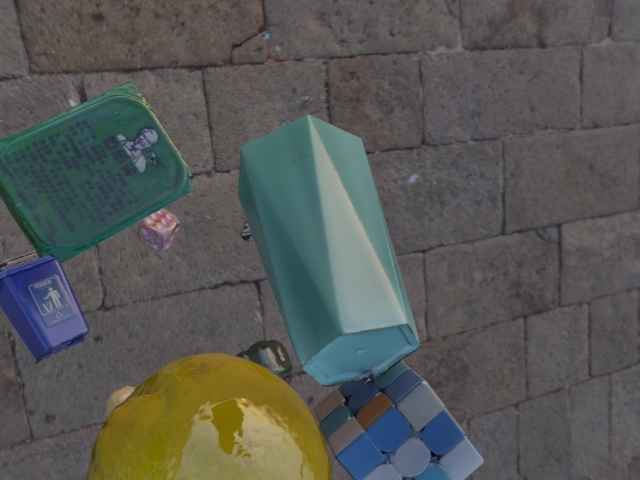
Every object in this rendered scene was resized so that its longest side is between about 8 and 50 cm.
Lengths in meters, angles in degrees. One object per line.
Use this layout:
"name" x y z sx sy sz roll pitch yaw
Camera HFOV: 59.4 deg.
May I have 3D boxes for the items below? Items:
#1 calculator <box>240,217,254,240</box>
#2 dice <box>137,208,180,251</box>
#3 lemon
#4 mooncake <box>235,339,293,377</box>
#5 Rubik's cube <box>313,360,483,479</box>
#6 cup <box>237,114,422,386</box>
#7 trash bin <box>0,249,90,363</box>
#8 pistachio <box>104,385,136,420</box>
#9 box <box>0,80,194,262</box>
"calculator" -0.044 -0.046 1.303 0.274 0.166 0.028 -2 115 0
"dice" -0.467 -0.031 1.626 0.094 0.091 0.093 27 44 3
"lemon" -0.147 0.326 0.777 0.347 0.348 0.348 -4 100 -21
"mooncake" -0.160 0.328 1.453 0.168 0.175 0.104 -18 71 -40
"Rubik's cube" 0.231 0.608 1.766 0.346 0.344 0.347 -40 104 -6
"cup" 0.003 0.013 0.546 0.134 0.236 0.148 -7 145 -13
"trash bin" -0.665 0.156 1.329 0.162 0.184 0.235 -28 85 -45
"pistachio" -0.582 0.542 1.692 0.117 0.145 0.201 3 77 -55
"box" -0.459 -0.130 1.138 0.336 0.106 0.264 -33 92 -22
